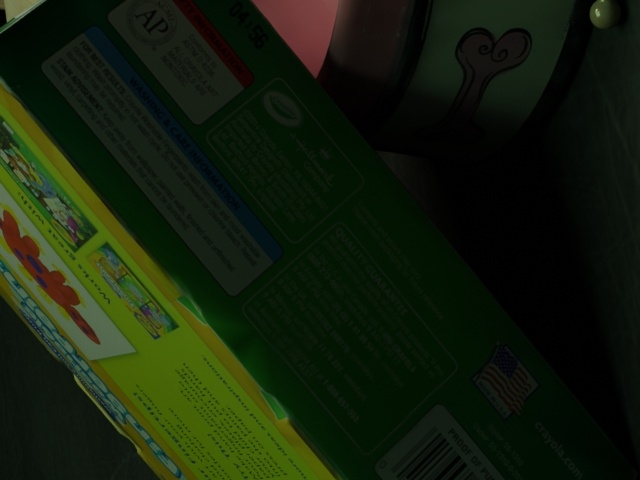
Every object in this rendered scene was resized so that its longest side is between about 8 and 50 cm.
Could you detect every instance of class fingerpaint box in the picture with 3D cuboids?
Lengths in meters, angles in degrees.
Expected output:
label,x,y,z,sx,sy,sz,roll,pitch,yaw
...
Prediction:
label,x,y,z,sx,sy,sz,roll,pitch,yaw
fingerpaint box,-0.057,0.050,1.052,0.445,0.163,0.371,50,158,-4

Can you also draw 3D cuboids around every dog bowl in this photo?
label,x,y,z,sx,sy,sz,roll,pitch,yaw
dog bowl,0.021,-0.245,1.028,0.408,0.150,0.408,172,90,-68

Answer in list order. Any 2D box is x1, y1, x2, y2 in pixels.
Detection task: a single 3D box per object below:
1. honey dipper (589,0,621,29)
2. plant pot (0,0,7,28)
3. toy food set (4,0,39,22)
label,x,y,z,sx,sy,sz,roll,pitch,yaw
honey dipper,0.161,-0.194,0.855,0.030,0.030,0.160,-135,41,-57
plant pot,-0.310,-0.350,1.739,0.263,0.263,0.229,-173,93,-68
toy food set,-0.200,-0.140,1.404,0.306,0.092,0.219,45,145,47
